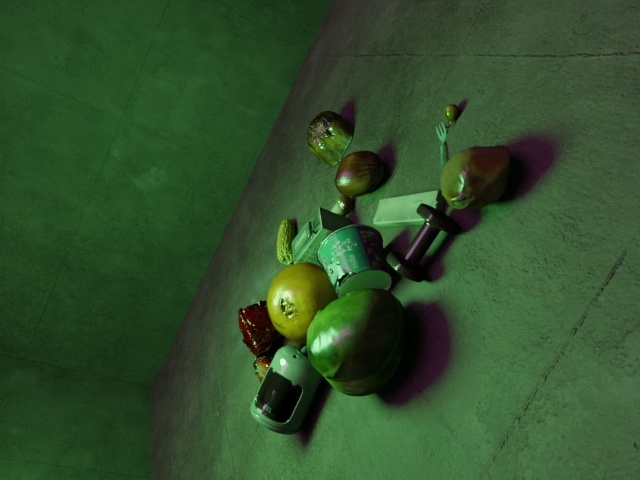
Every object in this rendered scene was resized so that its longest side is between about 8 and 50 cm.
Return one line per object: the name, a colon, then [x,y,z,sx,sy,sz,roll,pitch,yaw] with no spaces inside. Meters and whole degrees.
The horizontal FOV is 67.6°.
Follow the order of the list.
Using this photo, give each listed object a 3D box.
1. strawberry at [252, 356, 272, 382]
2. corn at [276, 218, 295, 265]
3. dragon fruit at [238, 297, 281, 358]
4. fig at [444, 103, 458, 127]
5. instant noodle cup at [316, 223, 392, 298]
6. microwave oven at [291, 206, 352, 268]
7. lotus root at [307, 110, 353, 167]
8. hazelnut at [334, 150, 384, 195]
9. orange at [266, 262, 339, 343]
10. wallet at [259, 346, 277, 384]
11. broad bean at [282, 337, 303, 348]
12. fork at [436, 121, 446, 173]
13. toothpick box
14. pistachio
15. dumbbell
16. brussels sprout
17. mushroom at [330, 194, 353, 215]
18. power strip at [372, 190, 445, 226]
strawberry: [-0.220,0.579,2.105,0.187,0.147,0.082,27,51,34]
corn: [-0.178,0.005,2.486,0.101,0.101,0.311,-47,32,37]
dragon fruit: [-0.237,0.437,2.255,0.228,0.285,0.329,51,146,27]
fig: [0.450,-0.430,1.658,0.050,0.050,0.084,9,88,64]
instant noodle cup: [0.128,0.097,1.666,0.251,0.251,0.190,-51,38,31]
microwave oven: [0.000,0.000,2.037,0.241,0.193,0.145,-52,28,35]
lotus root: [0.034,-0.524,2.419,0.272,0.191,0.272,-36,40,37]
hazelnut: [0.161,-0.264,1.963,0.186,0.209,0.210,103,168,-46]
orange: [-0.053,0.238,1.823,0.312,0.311,0.312,-44,34,41]
wallet: [-0.240,0.592,2.222,0.166,0.030,0.111,-64,28,11]
broad bean: [-0.118,0.452,2.036,0.114,0.084,0.165,-21,43,36]
fork: [0.421,-0.310,1.651,0.039,0.021,0.235,-40,38,51]
toothpick box: [-0.106,0.541,1.813,0.317,0.228,0.229,-65,25,2]
pistachio: [0.438,-0.192,1.375,0.212,0.163,0.261,-39,18,11]
dumbbell: [0.313,0.008,1.479,0.226,0.123,0.140,-60,35,16]
brussels sprout: [0.100,0.314,1.485,0.371,0.275,0.315,-35,37,50]
mushroom: [0.070,-0.115,2.137,0.209,0.071,0.084,-49,63,40]
power strip: [0.302,-0.107,1.694,0.367,0.043,0.106,-1,69,63]
